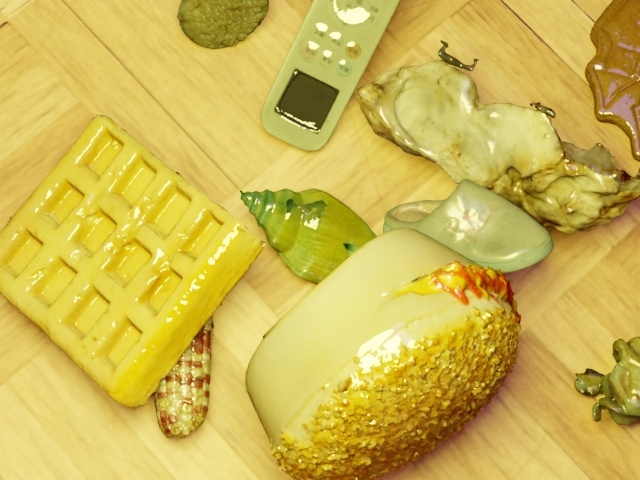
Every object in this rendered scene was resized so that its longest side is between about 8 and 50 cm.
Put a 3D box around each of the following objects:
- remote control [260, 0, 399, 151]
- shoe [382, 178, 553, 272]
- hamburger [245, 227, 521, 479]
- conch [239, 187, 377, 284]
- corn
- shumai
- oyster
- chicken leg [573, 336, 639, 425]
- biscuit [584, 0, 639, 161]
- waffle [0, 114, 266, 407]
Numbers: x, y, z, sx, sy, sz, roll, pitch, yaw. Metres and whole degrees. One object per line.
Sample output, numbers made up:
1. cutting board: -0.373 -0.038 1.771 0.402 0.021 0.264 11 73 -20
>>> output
1. remote control: 0.029 -0.246 1.444 0.090 0.038 0.309 26 105 -7
2. shoe: 0.149 -0.023 1.372 0.195 0.078 0.079 11 34 37
3. hamburger: 0.069 0.126 1.284 0.294 0.276 0.179 -42 67 1
4. conch: -0.001 -0.002 1.429 0.201 0.079 0.095 39 92 -1
5. corn: -0.147 0.091 1.385 0.079 0.079 0.237 -1 76 -5
6. shumai: -0.113 -0.290 1.497 0.099 0.124 0.087 14 47 -27
7. oyster: 0.194 -0.108 1.416 0.337 0.198 0.133 28 86 12
8. chicken leg: 0.485 0.183 1.368 0.429 0.153 0.201 11 43 7
9. biscuit: 0.401 -0.193 1.537 0.182 0.034 0.215 16 72 1
10. waffle: -0.213 0.016 1.353 0.248 0.055 0.221 37 88 24
